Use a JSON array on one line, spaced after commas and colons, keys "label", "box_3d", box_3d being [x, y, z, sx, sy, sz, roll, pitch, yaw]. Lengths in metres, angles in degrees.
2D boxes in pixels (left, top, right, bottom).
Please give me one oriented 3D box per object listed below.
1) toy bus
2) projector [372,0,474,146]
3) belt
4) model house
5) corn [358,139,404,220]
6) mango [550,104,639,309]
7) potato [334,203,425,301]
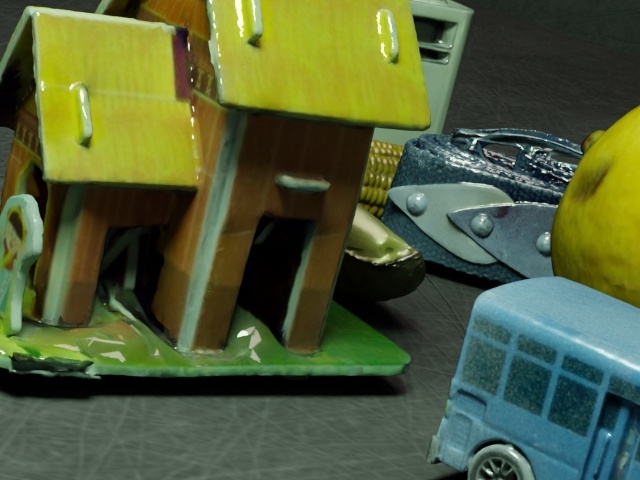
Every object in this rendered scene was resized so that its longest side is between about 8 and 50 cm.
[{"label": "toy bus", "box_3d": [0.191, 0.112, 0.980, 0.234, 0.133, 0.116, 23, 17, 33]}, {"label": "projector", "box_3d": [-0.005, -0.141, 1.593, 0.250, 0.198, 0.108, 5, 18, -27]}, {"label": "belt", "box_3d": [0.165, -0.028, 1.465, 0.218, 0.128, 0.122, 16, 15, 3]}, {"label": "model house", "box_3d": [-0.106, -0.111, 1.158, 0.300, 0.323, 0.340, 4, 18, -33]}, {"label": "corn", "box_3d": [0.046, -0.047, 1.545, 0.231, 0.080, 0.080, 10, 15, -29]}, {"label": "mango", "box_3d": [0.333, 0.056, 1.101, 0.445, 0.220, 0.301, 33, -11, 42]}, {"label": "potato", "box_3d": [0.000, 0.000, 1.318, 0.054, 0.119, 0.198, -39, 45, -19]}]
